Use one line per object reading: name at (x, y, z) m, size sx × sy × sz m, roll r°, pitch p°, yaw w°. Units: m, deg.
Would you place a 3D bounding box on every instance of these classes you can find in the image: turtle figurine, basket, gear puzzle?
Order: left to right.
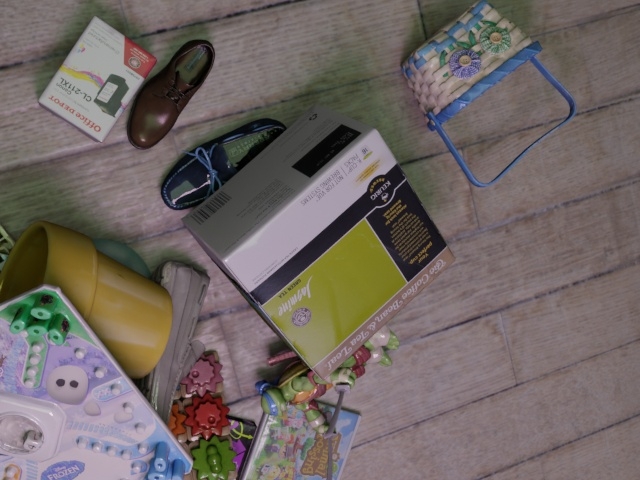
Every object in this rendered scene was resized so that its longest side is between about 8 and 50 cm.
gear puzzle at (-0.237, 0.364, 1.515) m, size 0.175 × 0.044 × 0.339 m, roll -6°, pitch 70°, yaw -16°
turtle figurine at (0.045, 0.286, 1.574) m, size 0.266 × 0.275 × 0.198 m, roll -34°, pitch 126°, yaw -24°
basket at (0.306, -0.277, 1.605) m, size 0.255 × 0.201 × 0.289 m, roll -41°, pitch 96°, yaw -10°

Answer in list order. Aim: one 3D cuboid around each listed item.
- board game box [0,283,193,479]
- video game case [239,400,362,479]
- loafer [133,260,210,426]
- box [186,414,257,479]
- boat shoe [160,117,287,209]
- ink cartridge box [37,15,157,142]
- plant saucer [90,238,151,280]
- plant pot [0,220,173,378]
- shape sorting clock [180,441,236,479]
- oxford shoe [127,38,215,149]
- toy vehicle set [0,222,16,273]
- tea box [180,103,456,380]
board game box at (-0.453, 0.290, 1.281) m, size 0.390 × 0.050 × 0.390 m, roll -23°, pitch 118°, yaw 13°
video game case at (-0.040, 0.415, 1.670) m, size 0.193 × 0.023 × 0.212 m, roll 19°, pitch 90°, yaw -18°
loafer at (-0.255, 0.193, 1.497) m, size 0.111 × 0.112 × 0.319 m, roll 16°, pitch 70°, yaw -26°
box at (-0.213, 0.381, 1.611) m, size 0.162 × 0.029 × 0.116 m, roll 18°, pitch 91°, yaw -16°
boat shoe at (-0.176, -0.147, 1.531) m, size 0.258 × 0.089 × 0.109 m, roll -40°, pitch 106°, yaw -9°
ink cartridge box at (-0.381, -0.271, 1.463) m, size 0.127 × 0.072 × 0.175 m, roll 33°, pitch 85°, yaw -18°
plant saucer at (-0.393, 0.095, 1.520) m, size 0.195 × 0.037 × 0.195 m, roll -2°, pitch 96°, yaw -17°
plant pot at (-0.384, 0.120, 1.392) m, size 0.239 × 0.254 × 0.254 m, roll 20°, pitch 90°, yaw -34°
shape sorting clock at (-0.259, 0.460, 1.579) m, size 0.206 × 0.040 × 0.206 m, roll -4°, pitch 110°, yaw -10°
oxford shoe at (-0.263, -0.259, 1.490) m, size 0.083 × 0.096 × 0.227 m, roll 33°, pitch 88°, yaw -19°
toy vehicle set at (-0.622, 0.005, 1.440) m, size 0.166 × 0.035 × 0.267 m, roll -38°, pitch 105°, yaw -10°
tea box at (0.000, 0.000, 1.494) m, size 0.329 × 0.220 × 0.323 m, roll -41°, pitch 122°, yaw -9°
